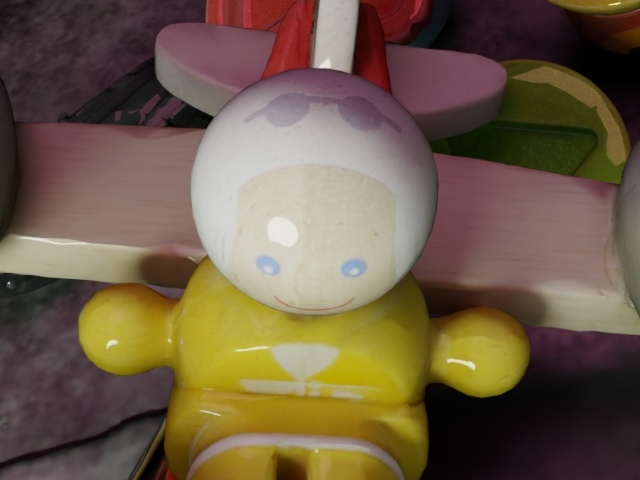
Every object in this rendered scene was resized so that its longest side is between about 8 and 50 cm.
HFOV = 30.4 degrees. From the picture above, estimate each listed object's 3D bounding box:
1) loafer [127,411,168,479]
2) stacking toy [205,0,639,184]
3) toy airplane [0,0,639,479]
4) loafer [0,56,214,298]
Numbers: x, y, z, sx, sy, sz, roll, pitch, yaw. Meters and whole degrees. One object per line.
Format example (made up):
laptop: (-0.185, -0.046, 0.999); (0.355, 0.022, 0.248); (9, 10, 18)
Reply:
loafer: (-0.092, 0.157, 0.602); (0.062, 0.061, 0.170); (8, 59, 23)
stacking toy: (0.087, -0.106, 0.739); (0.309, 0.130, 0.279); (5, 83, 25)
toy airplane: (0.000, 0.000, 0.503); (0.386, 0.272, 0.384); (-36, 72, -17)
loafer: (-0.151, -0.046, 0.767); (0.223, 0.076, 0.078); (-41, 47, -18)
